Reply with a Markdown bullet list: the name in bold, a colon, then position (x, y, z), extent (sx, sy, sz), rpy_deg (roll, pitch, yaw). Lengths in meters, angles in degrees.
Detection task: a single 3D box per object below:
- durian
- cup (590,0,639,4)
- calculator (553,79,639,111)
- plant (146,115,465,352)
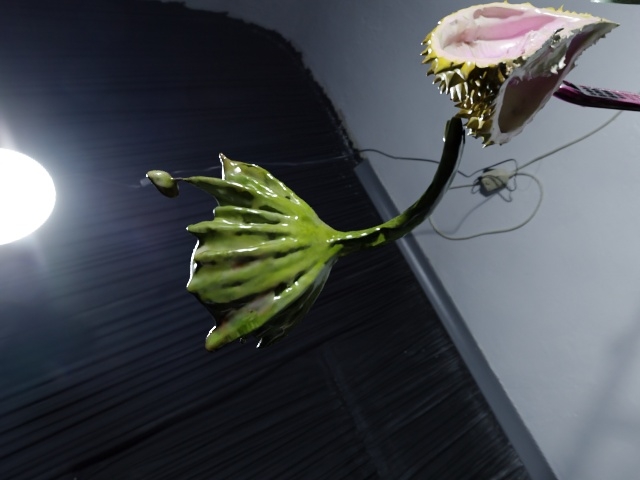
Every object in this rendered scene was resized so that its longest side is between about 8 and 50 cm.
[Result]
- **durian**: position (0.192, -0.183, 0.443), extent (0.165, 0.183, 0.132), rpy_deg (34, 163, -17)
- **cup**: position (0.522, -0.466, 0.709), extent (0.120, 0.120, 0.141), rpy_deg (38, 136, 41)
- **calculator**: position (0.525, -0.279, 0.835), extent (0.190, 0.127, 0.034), rpy_deg (15, 121, 9)
- **plant**: position (-0.006, 0.004, 0.486), extent (0.333, 0.180, 0.251), rpy_deg (-7, 96, 25)
